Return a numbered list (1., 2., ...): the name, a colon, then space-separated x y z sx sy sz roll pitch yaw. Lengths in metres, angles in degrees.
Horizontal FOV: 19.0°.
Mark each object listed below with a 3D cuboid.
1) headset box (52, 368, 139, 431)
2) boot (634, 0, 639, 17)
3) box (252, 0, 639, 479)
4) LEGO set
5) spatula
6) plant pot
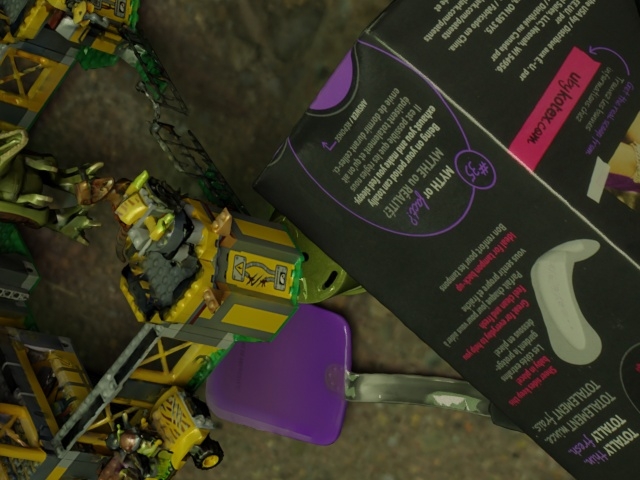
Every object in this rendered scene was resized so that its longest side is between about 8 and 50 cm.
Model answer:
1. headset box: -0.251 0.195 1.136 0.246 0.131 0.283 22 109 10
2. boot: 0.113 -0.146 0.789 0.094 0.207 0.247 -6 97 48
3. box: 0.129 -0.013 0.937 0.270 0.143 0.165 42 146 2
4. LEGO set: -0.182 -0.017 0.962 0.255 0.192 0.331 -44 52 28
5. spatula: 0.073 0.088 1.070 0.296 0.030 0.084 9 104 14
6. plant pot: 0.000 0.000 1.042 0.083 0.079 0.083 4 105 16
